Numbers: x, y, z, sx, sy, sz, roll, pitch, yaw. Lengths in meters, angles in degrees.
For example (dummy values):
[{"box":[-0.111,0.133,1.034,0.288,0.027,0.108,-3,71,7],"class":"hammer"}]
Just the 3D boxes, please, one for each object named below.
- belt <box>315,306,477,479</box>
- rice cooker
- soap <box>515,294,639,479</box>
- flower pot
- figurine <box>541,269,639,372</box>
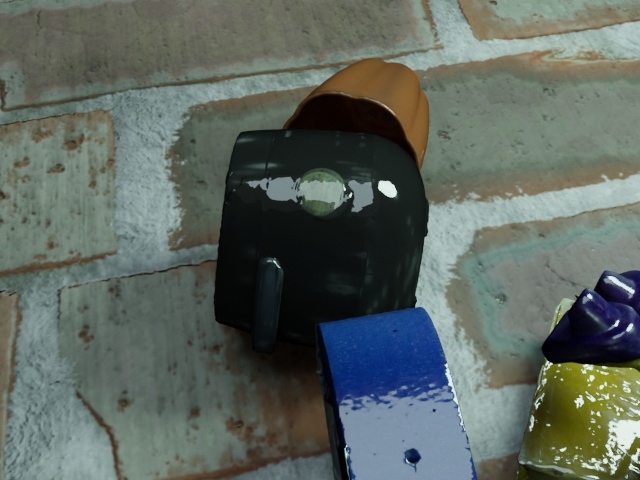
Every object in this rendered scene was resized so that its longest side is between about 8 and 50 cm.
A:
[{"box":[0.077,0.234,0.809,0.117,0.212,0.346,-10,64,-4],"class":"belt"},{"box":[0.000,0.000,0.991,0.225,0.267,0.267,7,49,-3],"class":"rice cooker"},{"box":[0.297,0.178,0.943,0.135,0.076,0.233,14,52,16],"class":"soap"},{"box":[0.065,-0.152,1.182,0.191,0.190,0.173,16,40,16],"class":"flower pot"},{"box":[0.395,0.183,0.795,0.421,0.193,0.154,49,47,3],"class":"figurine"}]
